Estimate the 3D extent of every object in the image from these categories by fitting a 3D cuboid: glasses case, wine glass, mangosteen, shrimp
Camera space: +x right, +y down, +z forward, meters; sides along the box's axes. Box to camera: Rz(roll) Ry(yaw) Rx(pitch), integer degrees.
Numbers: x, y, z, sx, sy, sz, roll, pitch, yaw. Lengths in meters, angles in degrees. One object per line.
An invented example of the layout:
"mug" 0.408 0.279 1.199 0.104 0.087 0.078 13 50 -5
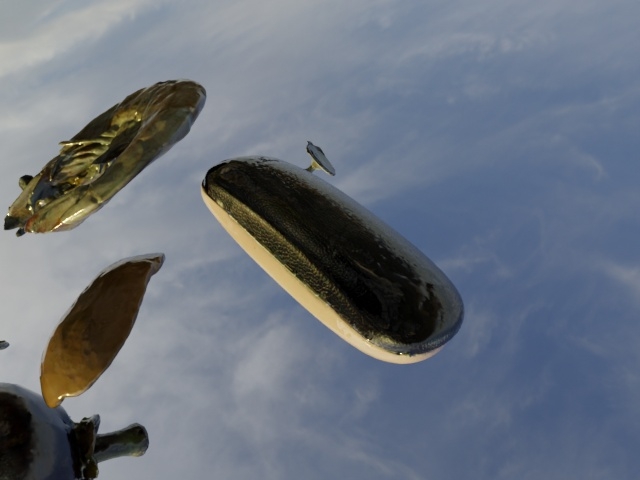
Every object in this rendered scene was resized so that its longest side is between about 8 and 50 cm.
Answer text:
"glasses case" 0.000 0.000 0.479 0.122 0.075 0.314 -19 -133 -42
"wine glass" -0.073 -0.127 1.159 0.222 0.103 0.103 -41 -137 19
"mangosteen" -0.379 0.290 0.635 0.289 0.232 0.231 -15 -146 -39
"shrimp" -0.297 -0.094 0.635 0.360 0.085 0.247 -29 -144 14

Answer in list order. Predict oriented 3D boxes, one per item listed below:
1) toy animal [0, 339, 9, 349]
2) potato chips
"toy animal" -0.762 0.227 0.822 0.367 0.206 0.081 -39 -163 -10
"potato chips" -0.268 0.089 0.576 0.208 0.061 0.195 -55 -157 -10
